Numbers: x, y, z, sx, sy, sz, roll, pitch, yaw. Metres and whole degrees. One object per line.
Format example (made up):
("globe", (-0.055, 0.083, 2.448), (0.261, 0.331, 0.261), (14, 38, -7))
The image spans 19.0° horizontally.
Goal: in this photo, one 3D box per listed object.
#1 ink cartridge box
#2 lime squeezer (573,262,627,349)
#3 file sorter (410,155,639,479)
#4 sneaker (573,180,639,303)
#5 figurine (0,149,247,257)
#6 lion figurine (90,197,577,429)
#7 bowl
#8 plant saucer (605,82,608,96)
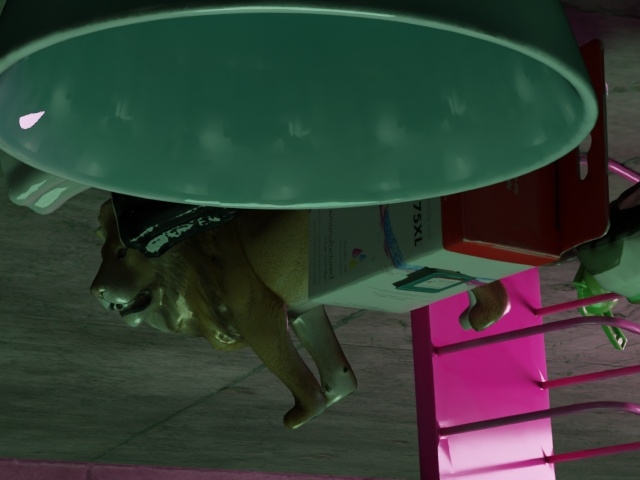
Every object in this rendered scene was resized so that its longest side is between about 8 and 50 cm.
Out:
("ink cartridge box", (0.083, -0.042, 1.218), (0.078, 0.134, 0.231), (10, 161, -30))
("lime squeezer", (0.292, 0.044, 1.811), (0.110, 0.059, 0.310), (10, 164, -9))
("file sorter", (0.204, 0.095, 1.583), (0.182, 0.290, 0.202), (-14, 160, 32))
("sneaker", (0.286, 0.029, 1.064), (0.158, 0.182, 0.410), (-42, -172, -2))
("figurine", (-0.094, -0.076, 1.358), (0.209, 0.092, 0.215), (-18, 157, 28))
("lion figurine", (0.000, 0.000, 1.493), (0.392, 0.240, 0.142), (-31, 178, 33))
("bowl", (-0.017, -0.133, 0.973), (0.312, 0.163, 0.311), (0, 164, 0))
("plant saucer", (0.096, -0.112, 1.290), (0.195, 0.037, 0.195), (1, 165, 0))
